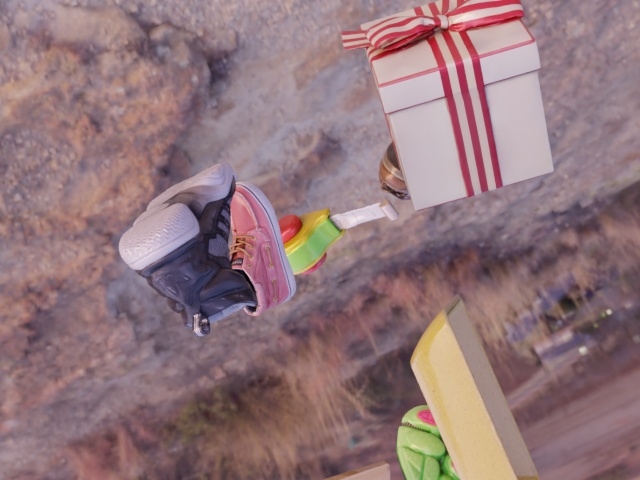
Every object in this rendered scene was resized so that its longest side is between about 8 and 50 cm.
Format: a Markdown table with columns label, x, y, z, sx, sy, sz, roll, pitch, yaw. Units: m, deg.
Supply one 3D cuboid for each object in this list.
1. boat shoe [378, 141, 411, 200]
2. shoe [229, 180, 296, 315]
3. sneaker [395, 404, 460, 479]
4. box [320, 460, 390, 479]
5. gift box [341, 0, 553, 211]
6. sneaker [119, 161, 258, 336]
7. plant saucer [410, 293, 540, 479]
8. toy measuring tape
| label | x | y | z | sx | sy | sz | roll | pitch | yaw |
| --- | --- | --- | --- | --- | --- | --- | --- | --- | --- |
| boat shoe | 0.165 | -0.120 | 1.786 | 0.104 | 0.110 | 0.307 | -56 | 171 | 22 |
| shoe | -0.095 | 0.011 | 1.301 | 0.063 | 0.178 | 0.081 | -15 | -171 | 38 |
| sneaker | 0.288 | 0.479 | 1.638 | 0.185 | 0.483 | 0.202 | -47 | -172 | -27 |
| box | 0.011 | 0.411 | 1.358 | 0.201 | 0.021 | 0.164 | -11 | 107 | -25 |
| gift box | 0.187 | -0.237 | 1.459 | 0.255 | 0.276 | 0.258 | -19 | 126 | 0 |
| sneaker | -0.136 | 0.012 | 1.135 | 0.101 | 0.153 | 0.268 | -24 | -164 | 20 |
| plant saucer | 0.223 | 0.253 | 1.402 | 0.081 | 0.333 | 0.333 | -23 | 176 | 11 |
| toy measuring tape | 0.000 | 0.000 | 1.820 | 0.121 | 0.121 | 0.330 | 8 | 166 | -44 |
